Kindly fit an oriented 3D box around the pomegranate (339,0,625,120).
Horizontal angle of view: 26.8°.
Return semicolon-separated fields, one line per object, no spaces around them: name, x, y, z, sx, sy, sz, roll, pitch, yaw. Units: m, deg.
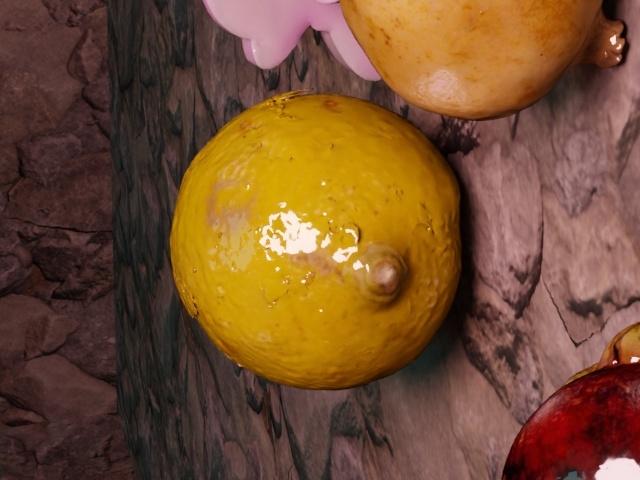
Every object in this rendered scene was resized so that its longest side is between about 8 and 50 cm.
pomegranate;0.111;-0.166;0.867;0.196;0.196;0.196;173;90;-74

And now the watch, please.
watch;0.031;-0.258;1.077;0.217;0.211;0.248;12;100;64

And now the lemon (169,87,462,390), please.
lemon;0.000;0.000;1.148;0.310;0.258;0.257;-146;51;-75

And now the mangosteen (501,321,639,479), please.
mangosteen;0.187;0.133;0.747;0.200;0.200;0.199;173;90;-74
